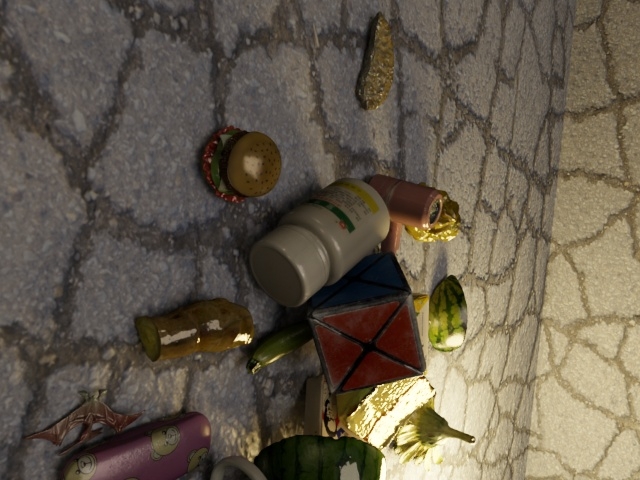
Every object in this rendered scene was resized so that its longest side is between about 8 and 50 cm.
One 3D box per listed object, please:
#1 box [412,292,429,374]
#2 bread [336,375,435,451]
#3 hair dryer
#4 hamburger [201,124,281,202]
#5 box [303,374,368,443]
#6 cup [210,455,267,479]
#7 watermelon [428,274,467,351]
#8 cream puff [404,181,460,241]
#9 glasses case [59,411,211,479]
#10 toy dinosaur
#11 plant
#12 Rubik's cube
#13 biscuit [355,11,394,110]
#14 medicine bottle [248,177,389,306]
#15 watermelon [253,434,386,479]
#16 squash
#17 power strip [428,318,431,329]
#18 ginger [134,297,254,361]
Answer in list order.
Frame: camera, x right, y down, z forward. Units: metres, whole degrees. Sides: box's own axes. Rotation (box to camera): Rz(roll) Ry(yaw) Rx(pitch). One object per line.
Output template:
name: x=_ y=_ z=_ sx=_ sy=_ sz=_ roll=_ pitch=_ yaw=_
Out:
box: x=0.246 y=0.294 z=1.632 sx=0.097 sy=0.168 sz=0.265 roll=-10 pitch=101 yaw=-51
bread: x=0.193 y=0.449 z=1.452 sx=0.263 sy=0.236 sz=0.198 roll=49 pitch=22 yaw=-44
hair dryer: x=0.239 y=-0.012 z=1.576 sx=0.125 sy=0.210 sz=0.352 roll=-31 pitch=132 yaw=-48
hamburger: x=-0.161 y=-0.164 z=1.132 sx=0.175 sy=0.137 sz=0.175 roll=-13 pitch=107 yaw=-50
box: x=0.062 y=0.560 z=1.463 sx=0.353 sy=0.069 sz=0.214 roll=52 pitch=28 yaw=-37
cup: x=-0.172 y=0.662 z=1.118 sx=0.259 sy=0.275 sz=0.356 roll=9 pitch=89 yaw=-49
watermelon: x=0.496 y=0.293 z=1.940 sx=0.159 sy=0.128 sz=0.303 roll=-9 pitch=102 yaw=-48
cream puff: x=0.379 y=-0.080 z=1.731 sx=0.221 sy=0.195 sz=0.194 roll=38 pitch=67 yaw=-41
glasses case: x=-0.354 y=0.439 z=1.032 sx=0.316 sy=0.076 sz=0.123 roll=-5 pitch=98 yaw=-48
toy dinosaur: x=-0.433 y=0.335 z=0.964 sx=0.220 sy=0.032 sz=0.108 roll=3 pitch=96 yaw=-39
plant: x=0.395 y=0.639 z=1.831 sx=0.306 sy=0.297 sz=0.261 roll=45 pitch=30 yaw=-25
Rubik's cube: x=0.114 y=0.206 z=1.337 sx=0.260 sy=0.259 sz=0.254 roll=-90 pitch=168 yaw=-66
biscuit: x=0.175 y=-0.514 z=1.543 sx=0.141 sy=0.038 sz=0.289 roll=16 pitch=84 yaw=-49
medicine bottle: x=0.000 y=0.000 z=1.279 sx=0.340 sy=0.208 sz=0.208 roll=-37 pitch=121 yaw=-40
watermelon: x=0.002 y=0.609 z=1.241 sx=0.331 sy=0.331 sz=0.189 roll=48 pitch=20 yaw=-41
squash: x=-0.102 y=0.261 z=1.304 sx=0.252 sy=0.066 sz=0.066 roll=-21 pitch=110 yaw=-46
power strip: x=0.304 y=0.376 z=1.791 sx=0.272 sy=0.052 sz=0.078 roll=-57 pitch=133 yaw=-26
ginger: x=-0.253 y=0.185 z=1.098 sx=0.263 sy=0.116 sz=0.109 roll=-1 pitch=55 yaw=-44
